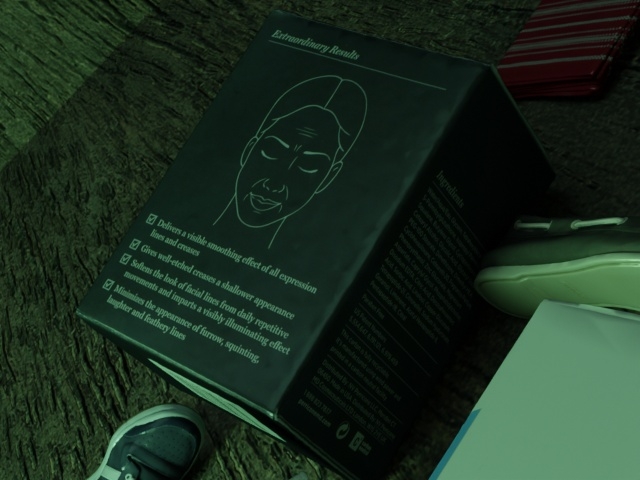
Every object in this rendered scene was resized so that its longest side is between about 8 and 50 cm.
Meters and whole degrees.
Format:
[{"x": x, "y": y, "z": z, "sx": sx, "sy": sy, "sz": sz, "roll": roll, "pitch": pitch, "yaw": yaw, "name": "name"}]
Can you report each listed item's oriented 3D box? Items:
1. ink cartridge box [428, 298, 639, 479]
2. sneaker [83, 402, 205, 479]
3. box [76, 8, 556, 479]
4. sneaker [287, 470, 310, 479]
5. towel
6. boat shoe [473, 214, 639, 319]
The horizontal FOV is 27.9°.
[{"x": 0.231, "y": 0.202, "z": 0.808, "sx": 0.198, "sy": 0.270, "sz": 0.197, "roll": -55, "pitch": 28, "yaw": -14, "name": "ink cartridge box"}, {"x": -0.232, "y": 0.316, "z": 1.456, "sx": 0.282, "sy": 0.099, "sz": 0.153, "roll": -44, "pitch": 23, "yaw": 19, "name": "sneaker"}, {"x": 0.000, "y": 0.000, "z": 1.322, "sx": 0.293, "sy": 0.212, "sz": 0.395, "roll": 22, "pitch": 75, "yaw": 39, "name": "box"}, {"x": -0.111, "y": 0.281, "z": 1.119, "sx": 0.236, "sy": 0.323, "sz": 0.130, "roll": -59, "pitch": 12, "yaw": -6, "name": "sneaker"}, {"x": 0.324, "y": -0.275, "z": 1.528, "sx": 0.275, "sy": 0.031, "sz": 0.199, "roll": -55, "pitch": 28, "yaw": -17, "name": "towel"}, {"x": 0.270, "y": 0.010, "z": 1.162, "sx": 0.335, "sy": 0.112, "sz": 0.095, "roll": -5, "pitch": 54, "yaw": 55, "name": "boat shoe"}]
